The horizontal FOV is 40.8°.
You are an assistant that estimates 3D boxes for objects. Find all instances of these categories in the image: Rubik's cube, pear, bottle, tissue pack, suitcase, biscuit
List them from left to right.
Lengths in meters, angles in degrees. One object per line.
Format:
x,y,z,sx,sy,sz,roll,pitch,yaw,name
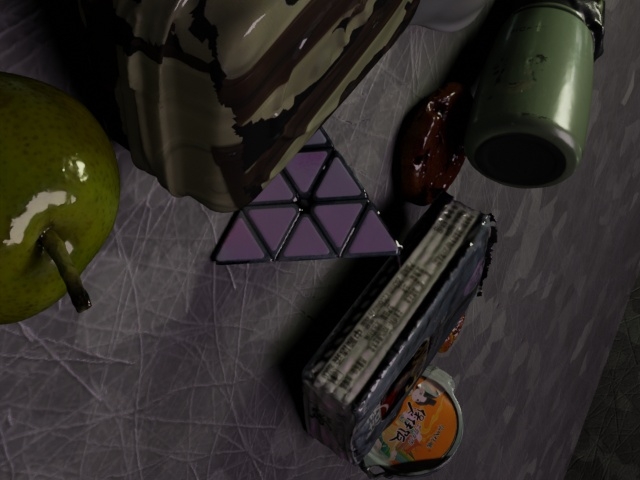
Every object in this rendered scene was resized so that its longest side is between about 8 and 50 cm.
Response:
-0.209,-0.023,0.576,0.180,0.216,0.166,-47,140,-22,pear
-0.049,-0.199,0.737,0.351,0.194,0.339,-51,168,-25,suitcase
0.000,0.000,0.968,0.190,0.178,0.211,-45,142,-28,Rubik's cube
0.112,0.131,1.254,0.361,0.122,0.259,-51,158,-25,tissue pack
0.173,-0.142,1.274,0.192,0.049,0.192,-41,147,-34,biscuit
0.326,-0.255,1.274,0.168,0.168,0.347,61,41,-53,bottle

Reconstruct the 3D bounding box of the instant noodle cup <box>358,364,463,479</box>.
0.143,0.318,1.428,0.208,0.177,0.125,-34,155,-13,instant noodle cup

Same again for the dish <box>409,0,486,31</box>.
0.146,-0.336,0.958,0.229,0.081,0.229,-9,118,-17,dish

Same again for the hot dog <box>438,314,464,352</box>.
0.211,0.136,1.511,0.108,0.059,0.191,-57,151,-8,hot dog
